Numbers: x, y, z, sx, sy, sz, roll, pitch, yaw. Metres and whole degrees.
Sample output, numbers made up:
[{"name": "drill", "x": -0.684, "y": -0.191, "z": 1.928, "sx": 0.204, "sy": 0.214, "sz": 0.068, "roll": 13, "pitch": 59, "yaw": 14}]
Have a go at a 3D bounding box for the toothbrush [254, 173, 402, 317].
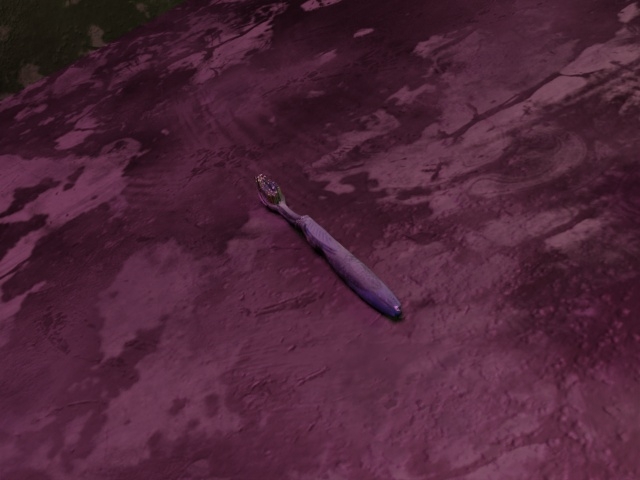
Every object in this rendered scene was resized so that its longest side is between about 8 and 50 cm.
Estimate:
[{"name": "toothbrush", "x": 0.000, "y": 0.000, "z": 1.123, "sx": 0.035, "sy": 0.042, "sz": 0.413, "roll": -31, "pitch": 39, "yaw": -13}]
